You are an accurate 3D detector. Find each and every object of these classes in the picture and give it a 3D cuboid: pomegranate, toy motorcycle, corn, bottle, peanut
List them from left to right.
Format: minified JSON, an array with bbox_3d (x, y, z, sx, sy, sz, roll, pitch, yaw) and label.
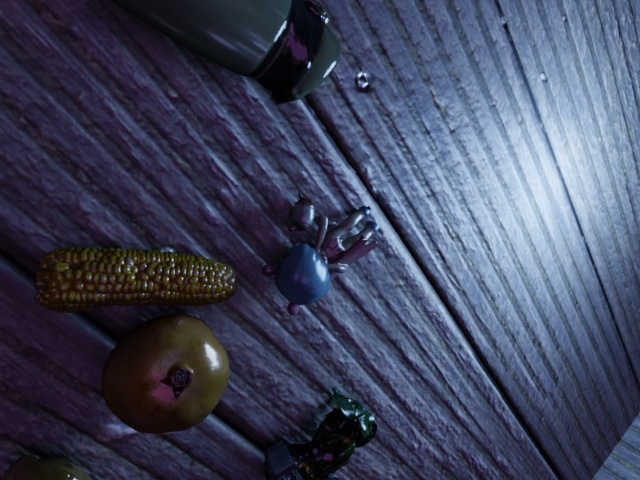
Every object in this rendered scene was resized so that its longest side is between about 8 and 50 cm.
[{"bbox_3d":[-0.418,0.441,0.648,0.120,0.110,0.237,-29,112,-9],"label":"peanut"},{"bbox_3d":[-0.275,0.064,0.637,0.291,0.101,0.101,6,99,-26],"label":"corn"},{"bbox_3d":[-0.240,0.212,0.642,0.191,0.191,0.192,-6,105,-25],"label":"pomegranate"},{"bbox_3d":[-0.125,-0.334,0.585,0.346,0.168,0.169,24,91,-33],"label":"bottle"},{"bbox_3d":[0.003,0.429,0.854,0.274,0.124,0.187,-25,121,-19],"label":"toy motorcycle"}]

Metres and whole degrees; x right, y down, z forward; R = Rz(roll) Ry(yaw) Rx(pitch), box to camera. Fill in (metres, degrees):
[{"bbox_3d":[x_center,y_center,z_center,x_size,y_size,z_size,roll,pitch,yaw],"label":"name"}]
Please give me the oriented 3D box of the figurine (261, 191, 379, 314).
[{"bbox_3d":[0.010,0.007,0.766,0.260,0.102,0.206,-37,118,-25],"label":"figurine"}]
